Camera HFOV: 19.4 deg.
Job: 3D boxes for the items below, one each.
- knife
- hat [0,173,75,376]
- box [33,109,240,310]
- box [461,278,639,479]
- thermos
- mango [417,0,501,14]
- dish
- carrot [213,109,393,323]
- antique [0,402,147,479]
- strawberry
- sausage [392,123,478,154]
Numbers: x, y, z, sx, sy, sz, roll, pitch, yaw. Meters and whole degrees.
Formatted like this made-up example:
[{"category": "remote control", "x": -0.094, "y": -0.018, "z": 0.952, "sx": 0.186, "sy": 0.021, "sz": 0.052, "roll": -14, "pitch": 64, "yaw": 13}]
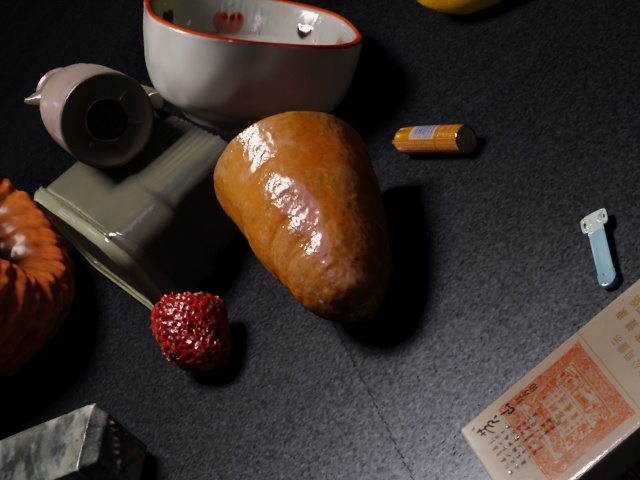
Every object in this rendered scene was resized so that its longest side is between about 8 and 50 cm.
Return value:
[{"category": "knife", "x": 0.245, "y": 0.009, "z": 1.630, "sx": 0.027, "sy": 0.010, "sz": 0.096, "roll": -29, "pitch": 37, "yaw": 21}, {"category": "hat", "x": -0.488, "y": 0.093, "z": 2.127, "sx": 0.400, "sy": 0.285, "sz": 0.285, "roll": -41, "pitch": 32, "yaw": 12}, {"category": "box", "x": -0.184, "y": -0.042, "z": 2.057, "sx": 0.178, "sy": 0.138, "sz": 0.274, "roll": -45, "pitch": 32, "yaw": -10}, {"category": "box", "x": 0.222, "y": 0.136, "z": 1.464, "sx": 0.201, "sy": 0.058, "sz": 0.141, "roll": -41, "pitch": 32, "yaw": 7}, {"category": "thermos", "x": -0.247, "y": -0.150, "z": 2.083, "sx": 0.137, "sy": 0.105, "sz": 0.193, "roll": -12, "pitch": 16, "yaw": -20}, {"category": "mango", "x": 0.168, "y": -0.286, "z": 2.004, "sx": 0.187, "sy": 0.066, "sz": 0.101, "roll": -3, "pitch": 42, "yaw": 40}, {"category": "dish", "x": -0.081, "y": -0.189, "z": 2.050, "sx": 0.256, "sy": 0.256, "sz": 0.117, "roll": -141, "pitch": 55, "yaw": -58}, {"category": "carrot", "x": 0.000, "y": 0.000, "z": 1.810, "sx": 0.159, "sy": 0.159, "sz": 0.225, "roll": -36, "pitch": 44, "yaw": 14}, {"category": "antique", "x": -0.261, "y": 0.238, "z": 1.861, "sx": 0.183, "sy": 0.088, "sz": 0.086, "roll": -24, "pitch": 38, "yaw": 30}, {"category": "strawberry", "x": -0.126, "y": 0.094, "z": 1.891, "sx": 0.083, "sy": 0.083, "sz": 0.096, "roll": -44, "pitch": 39, "yaw": 0}, {"category": "sausage", "x": 0.110, "y": -0.101, "z": 1.887, "sx": 0.107, "sy": 0.031, "sz": 0.031, "roll": 3, "pitch": 55, "yaw": 50}]
